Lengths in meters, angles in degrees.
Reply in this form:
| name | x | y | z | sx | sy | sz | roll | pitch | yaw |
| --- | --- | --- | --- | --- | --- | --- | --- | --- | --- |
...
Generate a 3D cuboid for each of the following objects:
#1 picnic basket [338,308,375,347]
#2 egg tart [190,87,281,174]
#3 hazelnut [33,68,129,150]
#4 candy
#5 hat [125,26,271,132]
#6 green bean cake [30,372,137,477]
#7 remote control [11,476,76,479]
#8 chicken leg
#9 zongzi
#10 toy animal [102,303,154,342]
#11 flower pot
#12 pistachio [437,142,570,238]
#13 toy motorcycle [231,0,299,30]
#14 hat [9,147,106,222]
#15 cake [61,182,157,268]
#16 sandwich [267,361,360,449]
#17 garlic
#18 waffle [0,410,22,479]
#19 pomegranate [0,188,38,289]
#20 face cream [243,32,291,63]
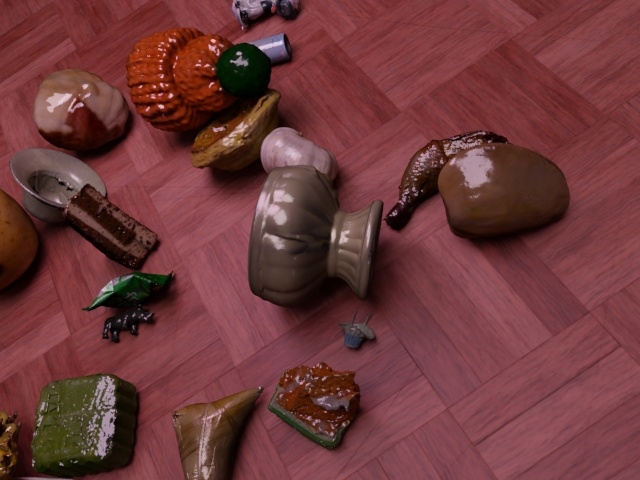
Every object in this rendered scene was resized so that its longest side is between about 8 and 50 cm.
| name | x | y | z | sx | sy | sz | roll | pitch | yaw |
| --- | --- | --- | --- | --- | --- | --- | --- | --- | --- |
| picnic basket | 0.078 | 0.183 | 1.309 | 0.083 | 0.065 | 0.083 | 17 | 91 | 36 |
| egg tart | -0.203 | -0.271 | 1.593 | 0.290 | 0.115 | 0.290 | -30 | 28 | 18 |
| hazelnut | -0.695 | -0.371 | 1.799 | 0.261 | 0.241 | 0.261 | 6 | 60 | -10 |
| candy | -0.457 | 0.118 | 1.490 | 0.203 | 0.141 | 0.078 | -23 | 76 | 4 |
| hat | -0.301 | -0.451 | 1.603 | 0.400 | 0.285 | 0.285 | -14 | 57 | 37 |
| green bean cake | -0.513 | 0.405 | 1.363 | 0.214 | 0.113 | 0.200 | -11 | 63 | 14 |
| remote control | -0.627 | 0.563 | 1.354 | 0.230 | 0.049 | 0.090 | -5 | 61 | 18 |
| chicken leg | 0.284 | -0.139 | 1.402 | 0.322 | 0.083 | 0.177 | -13 | 78 | 9 |
| zongzi | -0.192 | 0.403 | 1.267 | 0.197 | 0.099 | 0.194 | -19 | 58 | 1 |
| toy animal | -0.459 | 0.193 | 1.497 | 0.135 | 0.047 | 0.065 | -22 | 50 | 13 |
| flower pot | 0.000 | 0.000 | 1.317 | 0.244 | 0.307 | 0.307 | 11 | 66 | 7 |
| pistachio | 0.374 | -0.105 | 1.278 | 0.260 | 0.213 | 0.163 | -10 | 40 | 5 |
| toy motorcycle | -0.171 | -0.693 | 1.846 | 0.221 | 0.102 | 0.150 | 5 | 52 | 22 |
| hat | -0.730 | -0.125 | 1.699 | 0.130 | 0.257 | 0.257 | -53 | 53 | 27 |
| cake | -0.543 | -0.039 | 1.546 | 0.135 | 0.246 | 0.112 | 14 | 68 | 46 |
| sandwich | -0.018 | 0.306 | 1.219 | 0.185 | 0.160 | 0.109 | 20 | 52 | 19 |
| garlic | -0.081 | -0.148 | 1.490 | 0.199 | 0.199 | 0.226 | 40 | 107 | 32 |
| waffle | -0.789 | 0.557 | 1.349 | 0.379 | 0.095 | 0.382 | -18 | 53 | 30 |
| pomegranate | -0.884 | -0.005 | 1.610 | 0.307 | 0.307 | 0.307 | -8 | 61 | 15 |
| face cream | -0.200 | -0.527 | 1.778 | 0.229 | 0.075 | 0.075 | -11 | 60 | 14 |
